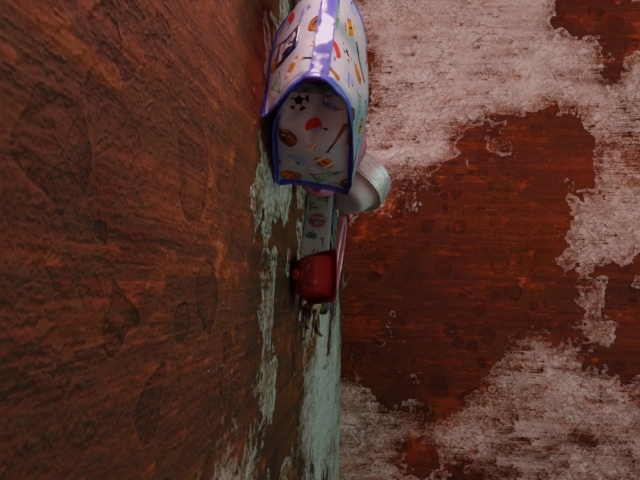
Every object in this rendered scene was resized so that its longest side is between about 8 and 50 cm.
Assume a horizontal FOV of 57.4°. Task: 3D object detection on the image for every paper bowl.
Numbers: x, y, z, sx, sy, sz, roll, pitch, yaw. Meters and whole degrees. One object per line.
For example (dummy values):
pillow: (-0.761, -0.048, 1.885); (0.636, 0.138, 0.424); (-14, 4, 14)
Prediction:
paper bowl: (0.098, -0.205, 2.090); (0.148, 0.284, 0.284); (-57, 160, -22)

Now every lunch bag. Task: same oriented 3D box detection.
lunch bag: (-0.004, -0.351, 1.349); (0.385, 0.239, 0.327); (94, 3, -61)

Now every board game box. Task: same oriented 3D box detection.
board game box: (0.000, 0.000, 2.039); (0.224, 0.098, 0.303); (79, 13, -62)

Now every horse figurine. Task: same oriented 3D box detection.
horse figurine: (-0.030, 0.229, 1.951); (0.263, 0.066, 0.174); (76, 22, -58)

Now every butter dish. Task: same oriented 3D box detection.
butter dish: (-0.032, 0.105, 1.731); (0.160, 0.118, 0.160); (-17, -111, 54)

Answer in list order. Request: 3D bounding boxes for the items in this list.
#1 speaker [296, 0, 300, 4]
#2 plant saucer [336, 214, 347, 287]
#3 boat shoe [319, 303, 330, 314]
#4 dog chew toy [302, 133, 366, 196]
speaker: (0.022, -0.631, 1.674); (0.131, 0.131, 0.296); (-82, 152, -45)
plant saucer: (0.045, 0.058, 2.368); (0.332, 0.084, 0.331); (9, 90, -84)
boat shoe: (-0.011, 0.229, 2.153); (0.183, 0.066, 0.066); (69, 26, -47)
dog chew toy: (0.026, -0.256, 1.815); (0.331, 0.207, 0.206); (-70, 162, -47)
